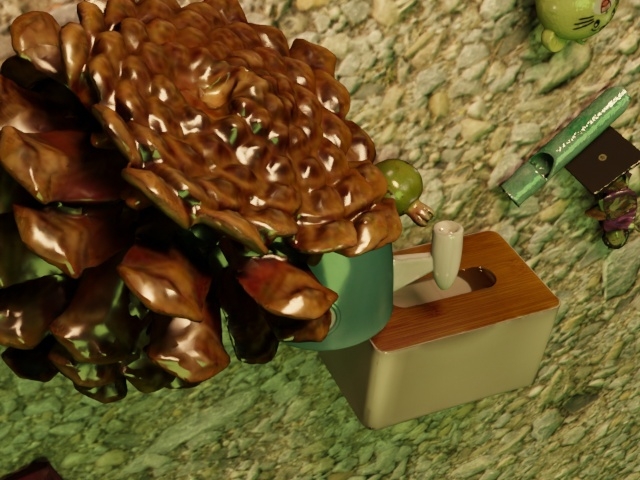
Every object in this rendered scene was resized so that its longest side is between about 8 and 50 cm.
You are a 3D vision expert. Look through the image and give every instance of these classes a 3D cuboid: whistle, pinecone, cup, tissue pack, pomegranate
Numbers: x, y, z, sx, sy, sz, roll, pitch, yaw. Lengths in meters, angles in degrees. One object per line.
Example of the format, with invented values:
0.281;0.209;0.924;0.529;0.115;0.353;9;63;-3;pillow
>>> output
0.298;-0.115;1.279;0.186;0.039;0.039;-42;134;6;whistle
0.259;-0.294;1.081;0.105;0.085;0.227;-34;135;-14;whistle
-0.146;-0.014;0.908;0.385;0.384;0.384;-16;131;-19;pinecone
0.000;0.000;1.115;0.300;0.167;0.173;0;124;2;cup
0.137;0.106;1.280;0.246;0.159;0.136;-13;132;-22;tissue pack
0.085;-0.050;1.180;0.073;0.073;0.084;-33;106;-3;pomegranate

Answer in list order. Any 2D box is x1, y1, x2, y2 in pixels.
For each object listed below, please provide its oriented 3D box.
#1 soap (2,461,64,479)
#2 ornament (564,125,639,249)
-0.342;0.397;1.274;0.162;0.099;0.250;-28;133;-8;soap
0.377;-0.047;1.348;0.088;0.081;0.203;-33;135;-2;ornament
